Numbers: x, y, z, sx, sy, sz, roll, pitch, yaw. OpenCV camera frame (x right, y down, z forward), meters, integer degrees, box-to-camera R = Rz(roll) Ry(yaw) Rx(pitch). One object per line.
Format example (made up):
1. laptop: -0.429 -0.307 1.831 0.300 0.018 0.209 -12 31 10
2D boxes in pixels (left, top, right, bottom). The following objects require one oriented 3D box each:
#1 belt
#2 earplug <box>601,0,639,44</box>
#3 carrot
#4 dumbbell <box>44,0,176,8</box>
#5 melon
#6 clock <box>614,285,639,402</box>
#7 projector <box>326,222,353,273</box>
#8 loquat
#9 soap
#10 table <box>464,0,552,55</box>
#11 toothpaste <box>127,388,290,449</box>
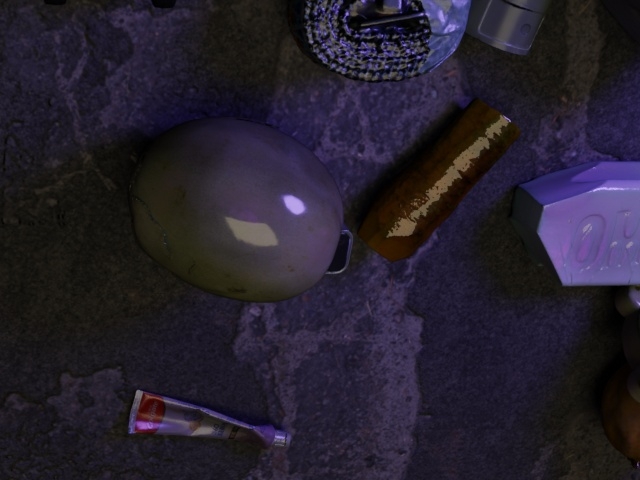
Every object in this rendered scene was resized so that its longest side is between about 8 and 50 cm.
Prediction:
1. belt: 0.087 -0.336 1.411 0.258 0.150 0.207 -12 111 -10
2. earplug: 0.619 -0.442 1.399 0.394 0.312 0.313 -43 120 10
3. carrot: 0.187 -0.097 1.596 0.114 0.114 0.302 38 100 -29
4. dumbbell: -0.277 -0.380 1.286 0.326 0.143 0.143 -2 119 -15
5. melon: -0.129 -0.051 1.442 0.330 0.268 0.268 21 112 -5
6. clock: 0.706 0.191 1.811 0.310 0.283 0.114 4 158 -12
7. projector: 0.000 0.000 1.611 0.083 0.082 0.083 0 118 -17
8. loquat: 0.665 0.334 1.918 0.239 0.193 0.238 -3 101 -14
9. soap: 0.511 -0.029 1.716 0.347 0.115 0.208 0 118 -15
10. table: 0.297 -0.400 1.444 0.126 0.126 0.219 12 115 -21
11. toothpaste: -0.196 0.335 1.768 0.301 0.048 0.075 15 118 -20
